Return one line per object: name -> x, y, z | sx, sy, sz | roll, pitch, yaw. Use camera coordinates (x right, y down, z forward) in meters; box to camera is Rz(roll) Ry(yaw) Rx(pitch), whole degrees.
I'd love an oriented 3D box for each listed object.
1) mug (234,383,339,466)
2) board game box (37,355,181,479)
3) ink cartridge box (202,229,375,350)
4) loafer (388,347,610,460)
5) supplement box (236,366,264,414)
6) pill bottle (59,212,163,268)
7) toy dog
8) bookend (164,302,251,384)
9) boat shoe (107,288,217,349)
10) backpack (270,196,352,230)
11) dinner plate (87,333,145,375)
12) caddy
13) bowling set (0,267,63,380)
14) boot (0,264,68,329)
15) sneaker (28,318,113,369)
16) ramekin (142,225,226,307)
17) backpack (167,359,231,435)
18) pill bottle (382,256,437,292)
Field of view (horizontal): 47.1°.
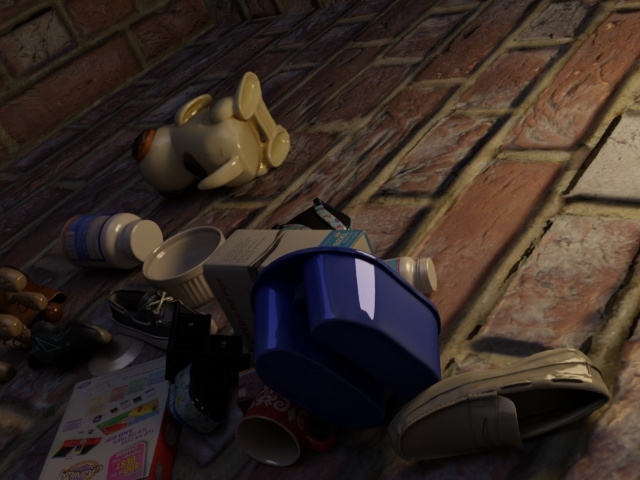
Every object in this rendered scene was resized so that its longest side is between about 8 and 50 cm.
mug -> -0.045, 0.288, 1.237 | 0.113, 0.150, 0.169 | -48, 8, 37
board game box -> -0.379, 0.363, 1.360 | 0.242, 0.064, 0.316 | -17, 31, 11
ink cartridge box -> -0.037, 0.101, 1.378 | 0.307, 0.223, 0.129 | 1, 38, 36
loafer -> 0.254, 0.247, 1.057 | 0.319, 0.112, 0.111 | -22, 22, 1
supplement box -> -0.120, 0.274, 1.341 | 0.055, 0.043, 0.083 | -19, 30, 8
pill bottle -> -0.557, 0.001, 1.971 | 0.272, 0.152, 0.152 | 0, 37, 34
toy dog -> -0.344, -0.254, 2.163 | 0.408, 0.284, 0.395 | -8, 52, 28
bookend -> -0.217, 0.201, 1.433 | 0.157, 0.072, 0.156 | 6, 29, -7
boat shoe -> -0.358, 0.159, 1.618 | 0.301, 0.102, 0.108 | 8, 35, 38
backpack -> 0.000, 0.000, 1.619 | 0.158, 0.117, 0.173 | -34, 31, -18
dinner plate -> -0.461, 0.249, 1.648 | 0.141, 0.017, 0.141 | -18, 32, 12
caddy -> 0.043, 0.145, 1.151 | 0.241, 0.341, 0.179 | -30, 39, 28
bowling set -> -0.755, 0.195, 1.805 | 0.154, 0.287, 0.200 | 10, 1, 21
boot -> -0.847, 0.201, 1.961 | 0.280, 0.096, 0.264 | 21, 49, 35
sneaker -> -0.572, 0.243, 1.670 | 0.267, 0.101, 0.106 | -9, 57, 37
ramekin -> -0.303, 0.068, 1.731 | 0.207, 0.109, 0.207 | -17, 31, 11
backpack -> -0.223, 0.294, 1.328 | 0.084, 0.105, 0.114 | -40, 27, 18
pill bottle -> 0.140, 0.079, 1.425 | 0.160, 0.087, 0.087 | -11, 32, 21
